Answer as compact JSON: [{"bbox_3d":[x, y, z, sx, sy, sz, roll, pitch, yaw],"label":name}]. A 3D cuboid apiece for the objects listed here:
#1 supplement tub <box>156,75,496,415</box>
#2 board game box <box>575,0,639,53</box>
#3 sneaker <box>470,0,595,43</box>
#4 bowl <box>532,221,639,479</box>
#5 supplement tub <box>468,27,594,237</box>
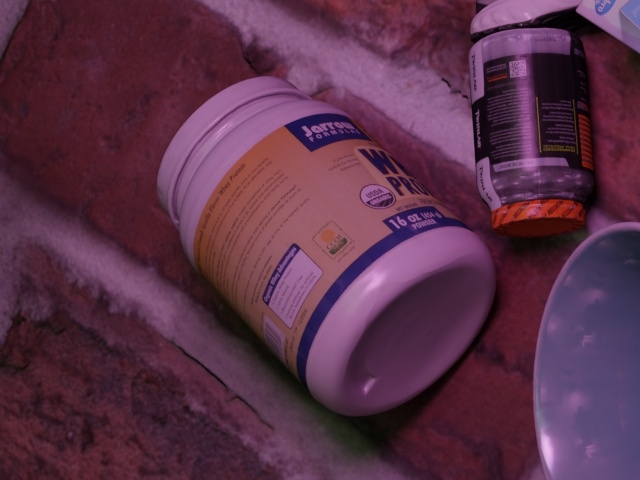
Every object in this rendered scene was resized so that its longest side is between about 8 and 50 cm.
[{"bbox_3d":[0.000,0.000,2.002,0.316,0.228,0.228,45,107,31],"label":"supplement tub"},{"bbox_3d":[0.440,-0.219,1.772,0.336,0.079,0.254,36,102,15],"label":"board game box"},{"bbox_3d":[0.266,-0.261,1.950,0.271,0.100,0.108,-9,71,33],"label":"sneaker"},{"bbox_3d":[0.334,0.140,1.750,0.311,0.163,0.311,-179,90,-64],"label":"bowl"},{"bbox_3d":[0.208,-0.104,1.947,0.117,0.117,0.190,-10,75,33],"label":"supplement tub"}]
